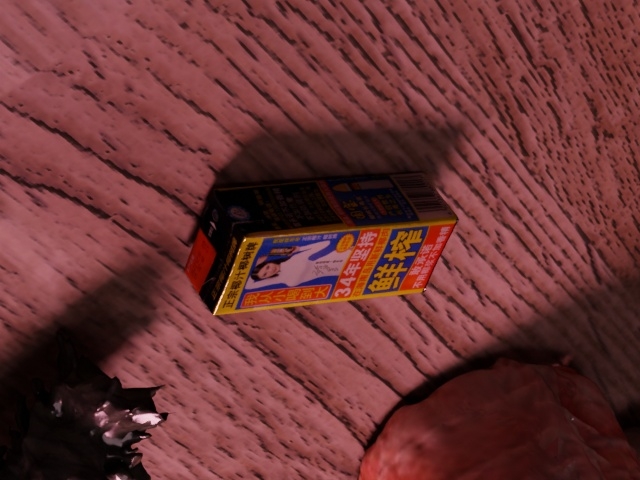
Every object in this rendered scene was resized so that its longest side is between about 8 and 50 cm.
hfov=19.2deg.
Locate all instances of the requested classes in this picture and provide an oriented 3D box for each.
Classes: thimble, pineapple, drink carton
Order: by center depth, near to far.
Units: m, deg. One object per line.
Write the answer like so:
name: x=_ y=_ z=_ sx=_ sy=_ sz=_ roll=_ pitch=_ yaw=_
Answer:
drink carton: x=0.000 y=0.000 z=1.216 sx=0.165 sy=0.056 sz=0.071 roll=-4 pitch=132 yaw=-33
pineapple: x=-0.232 y=0.225 z=1.239 sx=0.202 sy=0.202 sz=0.362 roll=20 pitch=112 yaw=-50
thimble: x=0.150 y=0.216 z=1.531 sx=0.239 sy=0.162 sz=0.239 roll=-17 pitch=146 yaw=-12

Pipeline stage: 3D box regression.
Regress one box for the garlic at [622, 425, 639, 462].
garlic: x=0.313 y=0.235 z=1.684 sx=0.229 sy=0.178 sz=0.143 roll=-17 pitch=118 yaw=-53
